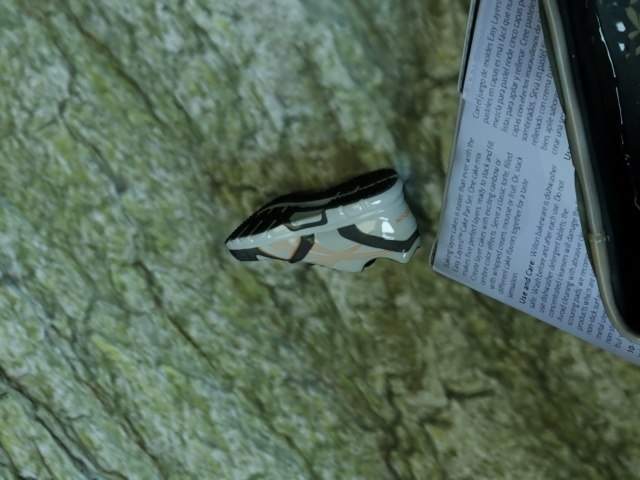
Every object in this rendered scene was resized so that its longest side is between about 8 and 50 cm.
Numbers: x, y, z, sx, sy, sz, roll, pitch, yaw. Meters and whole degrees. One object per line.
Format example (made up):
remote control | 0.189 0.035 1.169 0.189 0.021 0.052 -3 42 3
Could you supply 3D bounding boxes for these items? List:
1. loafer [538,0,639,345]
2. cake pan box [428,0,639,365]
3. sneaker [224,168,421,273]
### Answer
loafer | 0.108 -0.088 0.541 0.096 0.084 0.267 6 125 34
cake pan box | 0.173 -0.050 0.632 0.246 0.070 0.266 23 134 19
sneaker | 0.000 0.000 0.821 0.109 0.040 0.043 -11 117 42
